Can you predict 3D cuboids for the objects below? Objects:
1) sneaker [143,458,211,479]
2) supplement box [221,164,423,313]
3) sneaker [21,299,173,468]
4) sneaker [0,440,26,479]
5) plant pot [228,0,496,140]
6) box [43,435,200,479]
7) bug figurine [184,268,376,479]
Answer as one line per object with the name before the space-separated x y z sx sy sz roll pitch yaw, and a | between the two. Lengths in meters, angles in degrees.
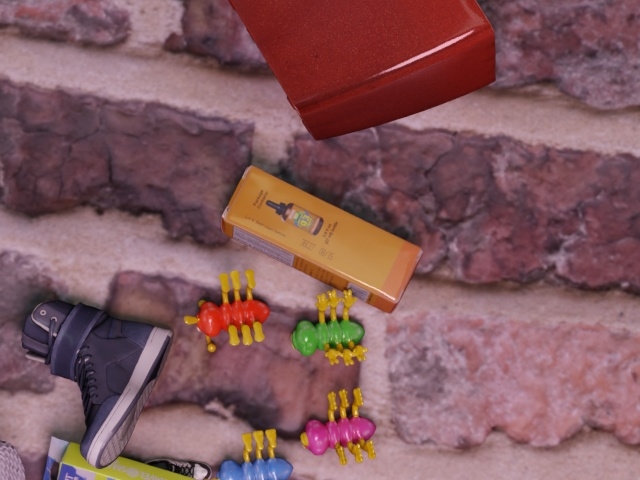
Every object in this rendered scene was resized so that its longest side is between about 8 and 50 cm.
sneaker | -0.167 0.270 1.877 0.083 0.037 0.032 1 75 -5
supplement box | 0.000 0.000 1.933 0.233 0.080 0.078 27 76 1
sneaker | -0.275 0.157 1.833 0.163 0.086 0.226 20 34 0
sneaker | -0.457 0.367 1.710 0.210 0.137 0.366 16 82 11
plant pot | 0.039 -0.264 1.918 0.235 0.267 0.267 -32 80 2
box | -0.232 0.295 1.834 0.178 0.109 0.042 17 34 0
bug figurine | -0.043 0.174 1.891 0.216 0.072 0.279 -4 72 -11
